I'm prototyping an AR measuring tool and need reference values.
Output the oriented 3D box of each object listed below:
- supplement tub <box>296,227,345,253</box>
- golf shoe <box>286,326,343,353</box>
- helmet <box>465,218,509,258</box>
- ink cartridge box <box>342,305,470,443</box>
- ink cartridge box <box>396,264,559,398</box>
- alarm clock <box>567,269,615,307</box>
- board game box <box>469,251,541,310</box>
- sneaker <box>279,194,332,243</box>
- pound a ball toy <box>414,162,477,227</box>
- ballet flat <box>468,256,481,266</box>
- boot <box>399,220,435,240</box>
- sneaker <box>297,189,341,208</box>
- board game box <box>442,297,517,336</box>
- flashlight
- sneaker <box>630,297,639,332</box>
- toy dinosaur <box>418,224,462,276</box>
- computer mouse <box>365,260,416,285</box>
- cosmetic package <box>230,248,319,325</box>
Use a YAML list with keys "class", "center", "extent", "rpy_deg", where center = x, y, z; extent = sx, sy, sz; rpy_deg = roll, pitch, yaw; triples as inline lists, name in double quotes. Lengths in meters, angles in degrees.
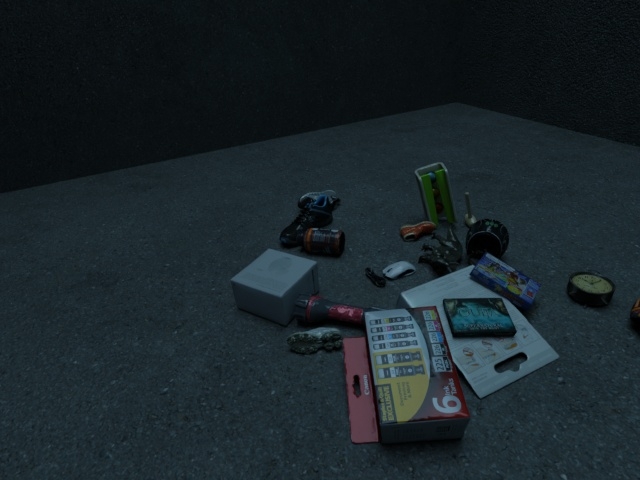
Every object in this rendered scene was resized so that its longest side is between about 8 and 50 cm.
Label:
- class: "supplement tub"
  center: [0.000, 0.000, 1.719]
  extent: [0.198, 0.105, 0.106]
  rpy_deg: [6, 33, 18]
- class: "golf shoe"
  center: [-0.018, 0.309, 1.264]
  extent: [0.176, 0.069, 0.086]
  rpy_deg: [-2, 11, 0]
- class: "helmet"
  center: [0.644, -0.002, 1.544]
  extent: [0.170, 0.169, 0.161]
  rpy_deg: [11, 27, 26]
- class: "ink cartridge box"
  center: [0.197, 0.340, 1.032]
  extent: [0.272, 0.130, 0.309]
  rpy_deg: [-6, 44, 2]
- class: "ink cartridge box"
  center: [0.470, 0.274, 1.241]
  extent: [0.309, 0.091, 0.385]
  rpy_deg: [-17, 49, -19]
- class: "alarm clock"
  center: [0.917, 0.153, 1.353]
  extent: [0.130, 0.064, 0.192]
  rpy_deg: [17, 40, 33]
- class: "board game box"
  center: [0.612, 0.129, 1.322]
  extent: [0.201, 0.035, 0.136]
  rpy_deg: [36, 42, 22]
- class: "sneaker"
  center: [-0.073, -0.101, 1.866]
  extent: [0.125, 0.139, 0.341]
  rpy_deg: [19, 40, 31]
- class: "pound a ball toy"
  center: [0.560, -0.191, 1.788]
  extent: [0.208, 0.319, 0.135]
  rpy_deg: [-17, 29, 10]
- class: "ballet flat"
  center: [0.626, 0.131, 1.455]
  extent: [0.084, 0.058, 0.250]
  rpy_deg: [-3, 25, -20]
- class: "boot"
  center: [0.435, -0.036, 1.763]
  extent: [0.158, 0.059, 0.084]
  rpy_deg: [-11, 33, 7]
- class: "sneaker"
  center: [0.005, -0.200, 2.076]
  extent: [0.229, 0.086, 0.132]
  rpy_deg: [-19, 36, -24]
- class: "board game box"
  center: [0.475, 0.229, 1.204]
  extent: [0.187, 0.026, 0.126]
  rpy_deg: [0, 45, -4]
- class: "flashlight"
  center: [0.067, 0.242, 1.311]
  extent: [0.304, 0.103, 0.103]
  rpy_deg: [8, 60, 20]
- class: "sneaker"
  center: [1.052, 0.264, 1.114]
  extent: [0.180, 0.124, 0.321]
  rpy_deg: [-29, 27, -28]
- class: "toy dinosaur"
  center: [0.491, 0.049, 1.580]
  extent: [0.160, 0.120, 0.314]
  rpy_deg: [26, 37, 24]
- class: "computer mouse"
  center: [0.279, 0.115, 1.542]
  extent: [0.193, 0.042, 0.106]
  rpy_deg: [-17, 31, -18]
- class: "cosmetic package"
  center: [-0.158, 0.161, 1.442]
  extent: [0.224, 0.138, 0.225]
  rpy_deg: [14, 35, 29]
